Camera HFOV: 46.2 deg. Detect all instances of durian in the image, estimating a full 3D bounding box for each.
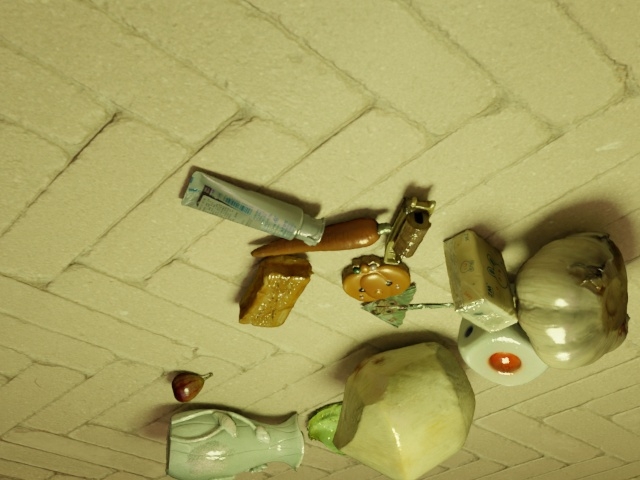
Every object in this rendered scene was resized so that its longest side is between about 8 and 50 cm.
[{"bbox_3d":[0.119,0.611,2.441,0.394,0.163,0.198,-17,139,30],"label":"durian"}]

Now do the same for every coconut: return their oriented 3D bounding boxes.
[{"bbox_3d":[0.218,0.474,2.096,0.415,0.344,0.415,-16,131,-19],"label":"coconut"}]

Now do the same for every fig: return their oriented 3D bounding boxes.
[{"bbox_3d":[-0.380,0.430,2.242,0.125,0.089,0.089,-15,148,-21],"label":"fig"}]

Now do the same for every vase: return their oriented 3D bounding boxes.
[{"bbox_3d":[-0.273,0.659,2.432,0.446,0.249,0.250,2,144,-13],"label":"vase"}]

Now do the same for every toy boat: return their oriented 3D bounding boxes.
[{"bbox_3d":[0.188,-0.013,1.641,0.068,0.088,0.226,7,142,-13],"label":"toy boat"}]

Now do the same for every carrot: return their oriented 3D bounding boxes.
[{"bbox_3d":[0.000,0.000,1.678,0.336,0.069,0.069,-10,143,18],"label":"carrot"}]

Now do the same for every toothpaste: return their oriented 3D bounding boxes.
[{"bbox_3d":[-0.138,-0.064,1.585,0.299,0.073,0.114,19,140,-14],"label":"toothpaste"}]

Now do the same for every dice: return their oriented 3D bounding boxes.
[{"bbox_3d":[0.468,0.234,1.869,0.193,0.191,0.194,31,134,-9],"label":"dice"}]

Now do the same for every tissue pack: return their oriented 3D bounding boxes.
[{"bbox_3d":[0.362,0.093,1.700,0.092,0.196,0.148,-31,135,33],"label":"tissue pack"}]

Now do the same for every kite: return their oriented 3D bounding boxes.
[{"bbox_3d":[0.228,0.175,1.963,0.250,0.012,0.229,1,147,-4],"label":"kite"}]

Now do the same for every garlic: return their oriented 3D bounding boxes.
[{"bbox_3d":[0.577,0.135,1.699,0.322,0.241,0.321,-10,116,-20],"label":"garlic"}]

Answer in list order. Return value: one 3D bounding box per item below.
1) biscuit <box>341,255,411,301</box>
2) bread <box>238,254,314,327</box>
[{"bbox_3d":[0.132,0.098,1.822,0.170,0.050,0.170,-2,143,-1],"label":"biscuit"},{"bbox_3d":[-0.109,0.128,1.831,0.139,0.077,0.271,7,145,-17],"label":"bread"}]
